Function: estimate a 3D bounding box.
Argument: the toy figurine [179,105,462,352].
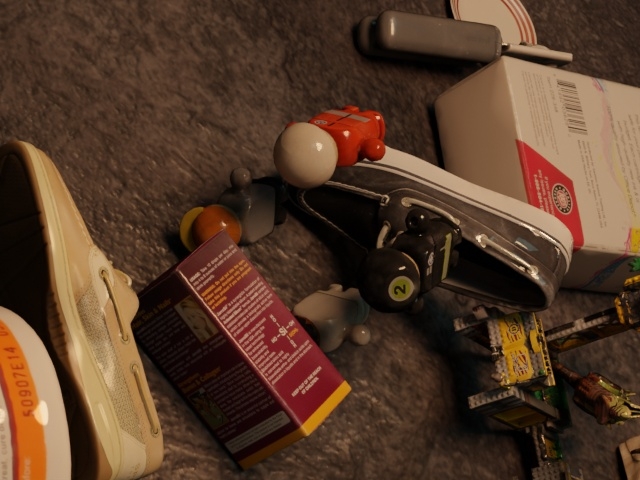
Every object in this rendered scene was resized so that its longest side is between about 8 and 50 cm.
[{"bbox_3d":[0.000,0.000,1.455,0.213,0.209,0.148,56,33,1],"label":"toy figurine"}]

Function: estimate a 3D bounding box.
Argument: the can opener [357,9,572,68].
[{"bbox_3d":[0.173,-0.202,1.814,0.283,0.076,0.095,3,87,-33],"label":"can opener"}]

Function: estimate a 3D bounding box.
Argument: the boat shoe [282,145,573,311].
[{"bbox_3d":[0.096,-0.006,1.548,0.301,0.108,0.102,21,48,6],"label":"boat shoe"}]

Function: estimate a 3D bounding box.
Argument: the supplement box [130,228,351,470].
[{"bbox_3d":[-0.078,0.099,1.407,0.188,0.104,0.081,52,44,-4],"label":"supplement box"}]

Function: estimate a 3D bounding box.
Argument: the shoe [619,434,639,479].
[{"bbox_3d":[0.367,0.314,1.700,0.076,0.058,0.219,42,40,-59],"label":"shoe"}]

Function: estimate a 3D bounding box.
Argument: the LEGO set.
[{"bbox_3d":[0.265,0.174,1.545,0.192,0.254,0.331,30,54,-55],"label":"LEGO set"}]

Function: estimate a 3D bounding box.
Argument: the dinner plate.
[{"bbox_3d":[0.210,-0.268,1.929,0.141,0.017,0.141,21,54,-31],"label":"dinner plate"}]

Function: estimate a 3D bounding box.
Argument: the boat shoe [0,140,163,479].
[{"bbox_3d":[-0.209,0.061,1.323,0.098,0.109,0.302,-8,77,-48],"label":"boat shoe"}]

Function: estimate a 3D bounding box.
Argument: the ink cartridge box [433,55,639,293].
[{"bbox_3d":[0.294,-0.066,1.797,0.306,0.131,0.226,9,63,-39],"label":"ink cartridge box"}]

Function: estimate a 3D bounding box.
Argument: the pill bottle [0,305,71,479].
[{"bbox_3d":[-0.385,0.152,1.032,0.392,0.224,0.224,2,65,-40],"label":"pill bottle"}]
